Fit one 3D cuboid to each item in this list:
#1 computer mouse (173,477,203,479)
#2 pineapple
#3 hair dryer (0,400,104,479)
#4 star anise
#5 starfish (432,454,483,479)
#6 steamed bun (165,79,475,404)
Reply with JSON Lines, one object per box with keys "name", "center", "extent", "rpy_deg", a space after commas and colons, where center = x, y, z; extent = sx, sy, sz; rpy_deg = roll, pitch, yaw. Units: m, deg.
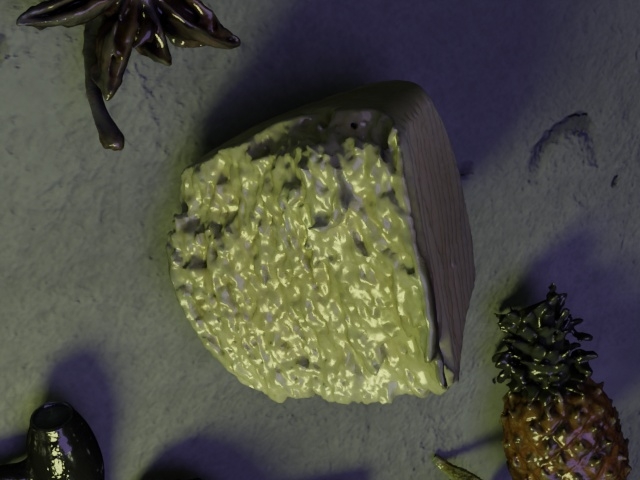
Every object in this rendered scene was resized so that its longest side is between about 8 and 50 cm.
{"name": "computer mouse", "center": [-0.128, 0.353, 1.184], "extent": [0.126, 0.071, 0.231], "rpy_deg": [-24, 109, 0]}
{"name": "pineapple", "center": [0.271, 0.184, 1.335], "extent": [0.158, 0.158, 0.278], "rpy_deg": [-26, 110, -18]}
{"name": "hair dryer", "center": [-0.316, 0.260, 1.092], "extent": [0.219, 0.075, 0.195], "rpy_deg": [-14, 125, -13]}
{"name": "star anise", "center": [-0.169, -0.206, 0.964], "extent": [0.209, 0.089, 0.231], "rpy_deg": [35, 84, -22]}
{"name": "starfish", "center": [0.212, 0.343, 1.340], "extent": [0.050, 0.223, 0.217], "rpy_deg": [-48, 165, 20]}
{"name": "steamed bun", "center": [0.000, 0.000, 1.070], "extent": [0.272, 0.273, 0.290], "rpy_deg": [-2, 113, 17]}
